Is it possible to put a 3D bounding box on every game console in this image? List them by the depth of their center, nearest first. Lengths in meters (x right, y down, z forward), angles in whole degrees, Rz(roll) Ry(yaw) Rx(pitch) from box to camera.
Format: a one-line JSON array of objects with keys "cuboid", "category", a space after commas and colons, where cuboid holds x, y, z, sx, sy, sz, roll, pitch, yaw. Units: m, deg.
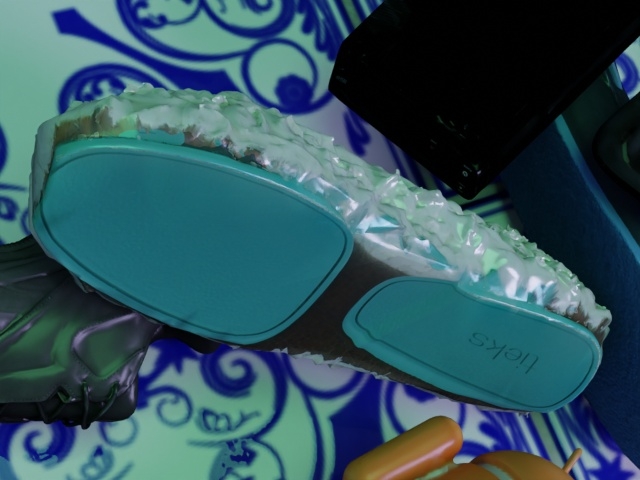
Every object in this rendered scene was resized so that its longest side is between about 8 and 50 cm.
[{"cuboid": [0.197, -0.065, 0.872, 0.361, 0.044, 0.213, 40, 65, 17], "category": "game console"}]

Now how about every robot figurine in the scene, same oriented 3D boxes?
[{"cuboid": [0.078, 0.202, 0.808, 0.219, 0.128, 0.158, -19, 49, -23], "category": "robot figurine"}]

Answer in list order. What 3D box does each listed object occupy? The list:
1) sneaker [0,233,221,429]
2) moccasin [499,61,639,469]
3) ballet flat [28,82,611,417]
[{"cuboid": [-0.172, 0.061, 0.795, 0.286, 0.109, 0.130, -26, 86, -23], "category": "sneaker"}, {"cuboid": [0.215, -0.010, 0.931, 0.117, 0.138, 0.342, -11, 74, -26], "category": "moccasin"}, {"cuboid": [0.000, 0.000, 0.821, 0.409, 0.147, 0.147, 24, 62, -34], "category": "ballet flat"}]
